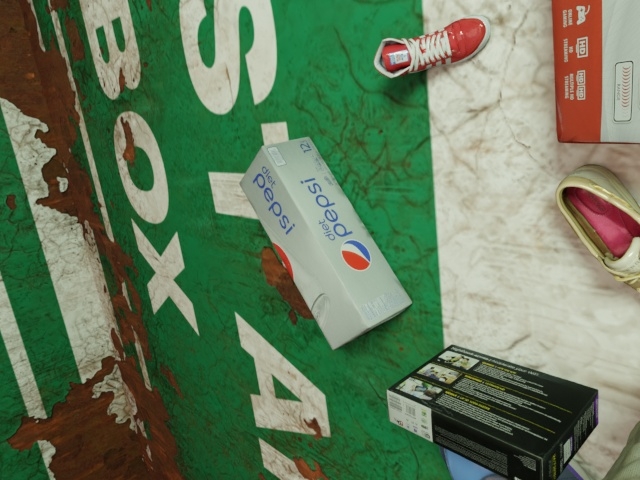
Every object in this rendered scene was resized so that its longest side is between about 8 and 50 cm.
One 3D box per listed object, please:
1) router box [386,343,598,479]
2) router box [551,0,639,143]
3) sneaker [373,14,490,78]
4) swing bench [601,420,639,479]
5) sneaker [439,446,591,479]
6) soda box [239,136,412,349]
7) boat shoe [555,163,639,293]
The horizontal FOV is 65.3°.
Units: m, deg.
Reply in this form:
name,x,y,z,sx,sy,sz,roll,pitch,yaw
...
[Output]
name,x,y,z,sx,sy,sz,roll,pitch,yaw
router box,0.182,0.179,0.539,0.178,0.133,0.046,11,114,47
router box,0.254,-0.218,0.238,0.301,0.082,0.336,-153,51,-66
sneaker,0.108,-0.196,0.512,0.118,0.067,0.042,-5,103,50
swing bench,0.316,0.170,0.284,0.254,0.253,0.165,36,131,33
sneaker,0.211,0.327,0.470,0.323,0.236,0.130,50,118,17
soda box,0.000,0.000,0.705,0.286,0.091,0.098,60,141,12
boat shoe,0.265,0.009,0.427,0.170,0.059,0.063,53,138,20
